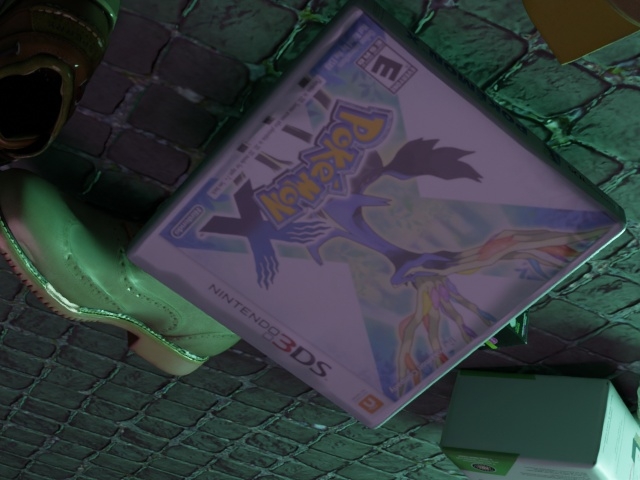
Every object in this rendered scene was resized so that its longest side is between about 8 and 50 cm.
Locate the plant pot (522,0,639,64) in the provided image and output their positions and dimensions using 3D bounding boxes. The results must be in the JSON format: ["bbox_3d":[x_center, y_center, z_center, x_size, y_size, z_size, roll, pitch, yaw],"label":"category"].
[{"bbox_3d":[0.179,-0.187,0.786,0.083,0.081,0.081,41,140,-26],"label":"plant pot"}]

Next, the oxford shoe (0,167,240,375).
[{"bbox_3d":[-0.198,0.014,1.225,0.146,0.140,0.397,-27,147,16],"label":"oxford shoe"}]

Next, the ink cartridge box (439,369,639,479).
[{"bbox_3d":[0.305,0.280,1.488,0.201,0.117,0.278,0,149,32],"label":"ink cartridge box"}]

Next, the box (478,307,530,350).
[{"bbox_3d":[0.182,0.077,1.263,0.062,0.052,0.083,-14,141,37],"label":"box"}]

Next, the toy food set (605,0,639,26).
[{"bbox_3d":[0.229,-0.180,0.703,0.192,0.038,0.132,31,141,-11],"label":"toy food set"}]

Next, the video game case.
[{"bbox_3d":[0.041,-0.005,1.006,0.300,0.036,0.329,37,121,-16],"label":"video game case"}]

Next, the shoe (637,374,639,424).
[{"bbox_3d":[0.424,0.221,1.420,0.077,0.058,0.219,-3,148,23],"label":"shoe"}]

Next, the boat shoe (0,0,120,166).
[{"bbox_3d":[-0.277,-0.126,1.015,0.111,0.104,0.307,22,150,-21],"label":"boat shoe"}]
